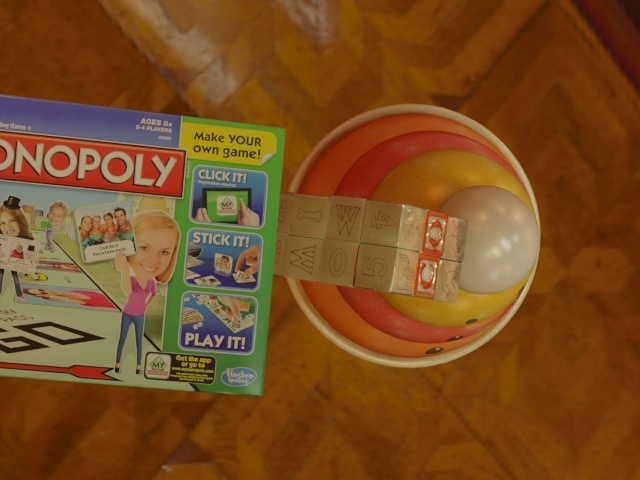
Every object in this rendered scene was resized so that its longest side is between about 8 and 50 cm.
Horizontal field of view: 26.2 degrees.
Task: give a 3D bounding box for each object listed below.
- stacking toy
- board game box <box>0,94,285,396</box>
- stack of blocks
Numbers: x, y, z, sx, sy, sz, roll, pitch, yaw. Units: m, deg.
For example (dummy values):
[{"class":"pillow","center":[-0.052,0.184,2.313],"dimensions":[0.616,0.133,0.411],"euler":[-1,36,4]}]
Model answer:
[{"class":"stacking toy","center":[0.141,0.002,1.631],"dimensions":[0.351,0.480,0.350],"euler":[0,92,-6]},{"class":"board game box","center":[-0.194,0.002,1.059],"dimensions":[0.317,0.046,0.213],"euler":[5,86,-10]},{"class":"stack of blocks","center":[0.000,0.000,1.430],"dimensions":[0.171,0.297,0.087],"euler":[10,88,-54]}]
